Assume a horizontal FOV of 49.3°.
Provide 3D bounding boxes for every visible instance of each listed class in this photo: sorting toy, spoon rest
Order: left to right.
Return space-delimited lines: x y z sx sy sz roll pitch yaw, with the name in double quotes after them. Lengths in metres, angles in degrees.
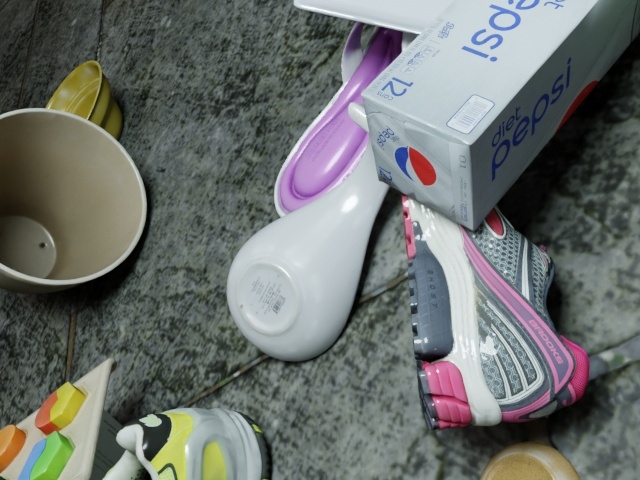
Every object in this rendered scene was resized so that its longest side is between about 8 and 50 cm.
-0.306 0.226 0.728 0.193 0.038 0.208 -36 23 11 "sorting toy"
0.000 0.000 0.669 0.137 0.084 0.276 41 117 18 "spoon rest"

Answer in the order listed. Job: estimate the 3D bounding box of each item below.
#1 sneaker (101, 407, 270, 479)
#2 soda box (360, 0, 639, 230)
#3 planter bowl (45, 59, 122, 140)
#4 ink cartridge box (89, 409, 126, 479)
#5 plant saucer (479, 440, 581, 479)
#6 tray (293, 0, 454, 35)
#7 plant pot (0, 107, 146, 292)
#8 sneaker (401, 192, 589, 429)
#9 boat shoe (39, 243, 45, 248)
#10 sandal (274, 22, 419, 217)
-0.202 0.323 0.660 0.145 0.147 0.385 24 86 48 "sneaker"
0.157 -0.148 0.520 0.091 0.098 0.286 31 68 30 "soda box"
-0.413 -0.199 1.228 0.217 0.090 0.217 -25 51 34 "planter bowl"
-0.317 0.301 0.779 0.154 0.093 0.212 -20 30 37 "ink cartridge box"
0.143 0.183 0.491 0.083 0.015 0.083 -24 52 35 "plant saucer"
0.123 -0.242 0.655 0.270 0.030 0.145 17 71 14 "tray"
-0.432 -0.023 1.055 0.274 0.256 0.257 -30 47 52 "plant pot"
0.123 0.009 0.556 0.112 0.121 0.299 -6 51 7 "sneaker"
-0.516 -0.040 1.270 0.056 0.049 0.152 -30 48 31 "boat shoe"
0.071 -0.195 0.720 0.169 0.102 0.416 29 89 50 "sandal"
